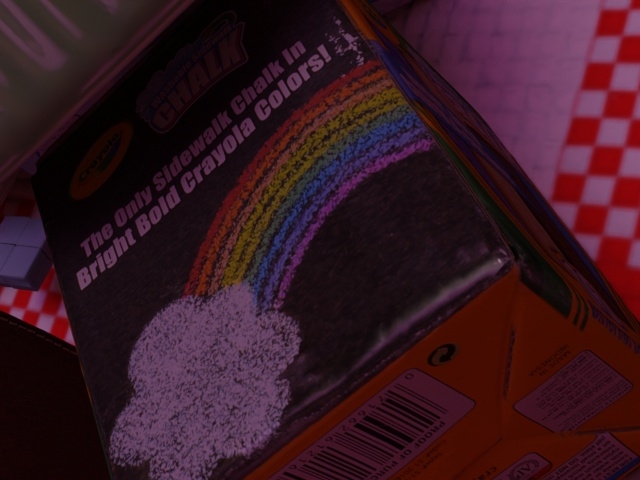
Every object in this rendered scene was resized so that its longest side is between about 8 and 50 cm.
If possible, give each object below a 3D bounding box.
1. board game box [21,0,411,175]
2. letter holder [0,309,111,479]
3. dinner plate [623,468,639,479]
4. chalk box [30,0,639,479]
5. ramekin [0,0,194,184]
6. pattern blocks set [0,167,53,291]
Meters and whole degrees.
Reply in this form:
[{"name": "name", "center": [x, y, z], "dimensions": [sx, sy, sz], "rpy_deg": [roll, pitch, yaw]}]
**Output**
[{"name": "board game box", "center": [-0.087, -0.240, 0.748], "dimensions": [0.318, 0.066, 0.319], "rpy_deg": [-22, 58, 16]}, {"name": "letter holder", "center": [-0.230, 0.137, 0.546], "dimensions": [0.152, 0.302, 0.214], "rpy_deg": [-13, 62, 31]}, {"name": "dinner plate", "center": [0.096, 0.149, 0.498], "dimensions": [0.141, 0.017, 0.141], "rpy_deg": [-15, 60, 28]}, {"name": "chalk box", "center": [0.000, 0.000, 0.523], "dimensions": [0.180, 0.179, 0.289], "rpy_deg": [-40, 46, 14]}, {"name": "ramekin", "center": [-0.129, -0.144, 0.512], "dimensions": [0.303, 0.148, 0.303], "rpy_deg": [-40, 13, 12]}, {"name": "pattern blocks set", "center": [-0.293, -0.051, 0.809], "dimensions": [0.324, 0.026, 0.285], "rpy_deg": [-4, 53, 23]}]
